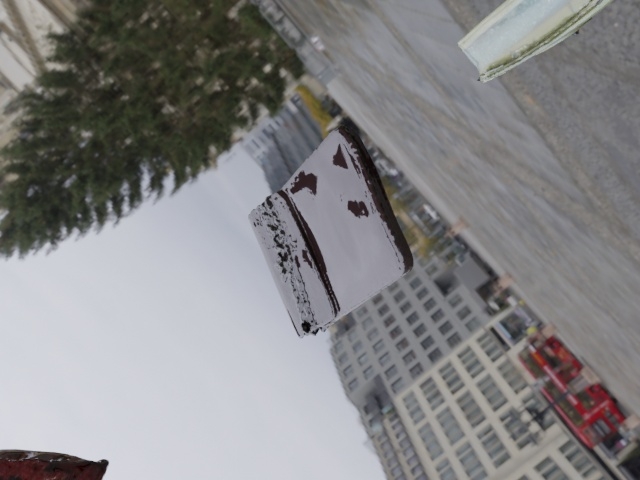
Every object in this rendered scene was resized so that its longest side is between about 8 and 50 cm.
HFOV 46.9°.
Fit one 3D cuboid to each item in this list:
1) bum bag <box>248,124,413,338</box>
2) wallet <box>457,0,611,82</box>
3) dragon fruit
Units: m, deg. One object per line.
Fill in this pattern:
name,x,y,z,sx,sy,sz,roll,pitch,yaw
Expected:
bum bag,0.000,0.000,0.510,0.159,0.026,0.109,-42,68,56
wallet,0.148,-0.143,0.407,0.039,0.110,0.155,53,-133,-1
dragon fruit,-0.475,0.385,1.077,0.240,0.330,0.302,98,156,-47
